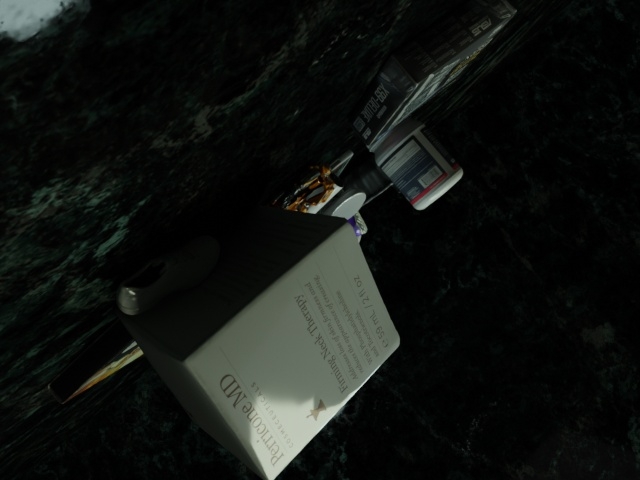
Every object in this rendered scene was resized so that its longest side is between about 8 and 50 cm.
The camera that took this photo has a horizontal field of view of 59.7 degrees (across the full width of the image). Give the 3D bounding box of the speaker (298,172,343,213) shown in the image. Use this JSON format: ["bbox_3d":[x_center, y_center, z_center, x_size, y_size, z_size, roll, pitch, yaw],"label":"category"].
[{"bbox_3d":[0.000,-0.125,1.543,0.136,0.055,0.055,-43,177,26],"label":"speaker"}]

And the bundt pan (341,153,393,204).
[{"bbox_3d":[0.203,-0.247,1.992,0.330,0.124,0.331,-38,-175,4],"label":"bundt pan"}]

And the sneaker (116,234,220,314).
[{"bbox_3d":[-0.259,0.047,0.980,0.212,0.080,0.094,-38,164,-32],"label":"sneaker"}]

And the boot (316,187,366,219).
[{"bbox_3d":[0.018,-0.099,1.646,0.095,0.123,0.258,8,138,-47],"label":"boot"}]

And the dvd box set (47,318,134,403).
[{"bbox_3d":[-0.451,0.232,1.429,0.307,0.062,0.420,-41,178,13],"label":"dvd box set"}]

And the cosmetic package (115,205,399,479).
[{"bbox_3d":[-0.118,0.177,1.129,0.393,0.329,0.327,-40,-149,-27],"label":"cosmetic package"}]

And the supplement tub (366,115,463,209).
[{"bbox_3d":[0.293,-0.250,1.749,0.191,0.272,0.191,-40,178,-2],"label":"supplement tub"}]

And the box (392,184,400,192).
[{"bbox_3d":[0.302,-0.294,2.249,0.077,0.180,0.147,-43,178,28],"label":"box"}]

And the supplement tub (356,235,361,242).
[{"bbox_3d":[0.000,0.000,2.232,0.235,0.235,0.325,-39,177,-27],"label":"supplement tub"}]

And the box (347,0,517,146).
[{"bbox_3d":[0.217,-0.346,1.122,0.307,0.076,0.242,-39,177,-24],"label":"box"}]

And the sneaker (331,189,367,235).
[{"bbox_3d":[0.040,-0.076,1.764,0.146,0.102,0.293,-31,-145,0],"label":"sneaker"}]

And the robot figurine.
[{"bbox_3d":[-0.075,-0.078,1.376,0.291,0.085,0.211,-41,179,15],"label":"robot figurine"}]

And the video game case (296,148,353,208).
[{"bbox_3d":[0.000,-0.172,1.624,0.183,0.023,0.201,-40,177,-19],"label":"video game case"}]

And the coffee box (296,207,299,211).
[{"bbox_3d":[-0.150,0.006,1.577,0.246,0.098,0.141,-41,178,4],"label":"coffee box"}]
